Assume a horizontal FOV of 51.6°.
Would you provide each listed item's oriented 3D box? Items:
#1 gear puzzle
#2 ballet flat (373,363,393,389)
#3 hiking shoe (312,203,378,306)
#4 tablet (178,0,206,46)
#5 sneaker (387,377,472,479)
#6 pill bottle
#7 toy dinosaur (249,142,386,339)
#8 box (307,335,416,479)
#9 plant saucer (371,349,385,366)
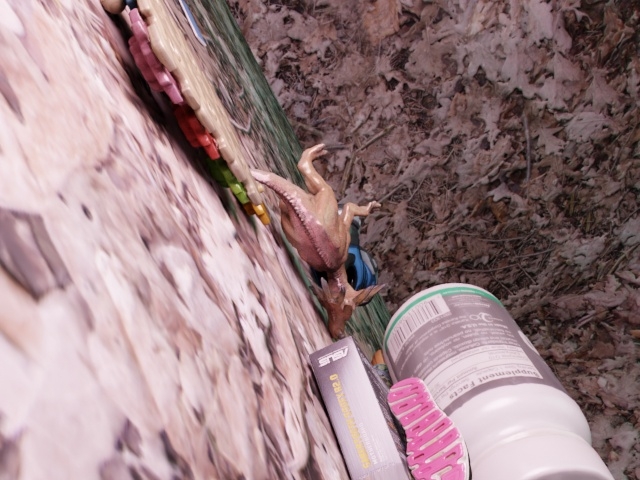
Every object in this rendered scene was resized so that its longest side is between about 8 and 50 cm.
[{"bbox_3d":[-0.125,-0.125,0.695,0.339,0.044,0.176,62,3,-56],"label":"gear puzzle"},{"bbox_3d":[0.117,0.288,1.057,0.189,0.070,0.070,61,5,-13],"label":"ballet flat"},{"bbox_3d":[0.033,0.061,1.197,0.304,0.113,0.132,64,30,-55],"label":"hiking shoe"},{"bbox_3d":[-0.222,-0.377,1.138,0.083,0.006,0.054,64,5,6],"label":"tablet"},{"bbox_3d":[0.124,0.221,0.707,0.075,0.063,0.170,56,4,-26],"label":"sneaker"},{"bbox_3d":[0.218,0.227,0.867,0.204,0.204,0.361,61,5,-28],"label":"pill bottle"},{"bbox_3d":[0.000,0.000,0.928,0.296,0.127,0.201,46,32,-44],"label":"toy dinosaur"},{"bbox_3d":[0.070,0.235,0.771,0.231,0.056,0.183,57,10,-58],"label":"box"},{"bbox_3d":[0.145,0.312,1.296,0.200,0.037,0.200,63,6,-11],"label":"plant saucer"}]
